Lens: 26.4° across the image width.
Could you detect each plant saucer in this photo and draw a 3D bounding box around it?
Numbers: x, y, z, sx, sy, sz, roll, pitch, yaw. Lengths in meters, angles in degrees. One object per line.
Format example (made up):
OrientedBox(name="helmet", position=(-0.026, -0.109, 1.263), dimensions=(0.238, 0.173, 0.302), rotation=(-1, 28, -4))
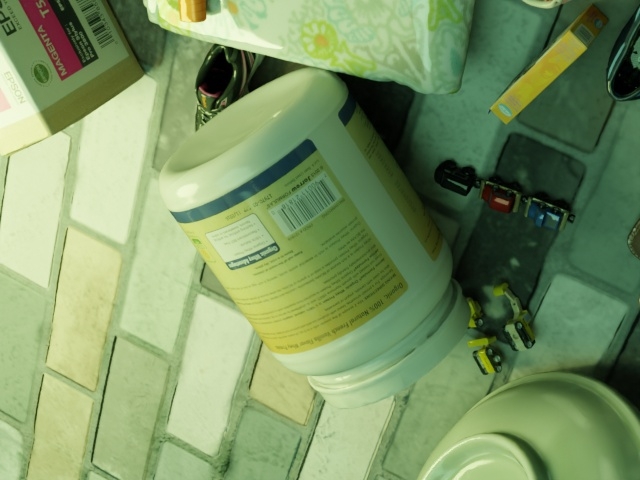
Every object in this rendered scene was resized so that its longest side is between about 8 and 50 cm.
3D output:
OrientedBox(name="plant saucer", position=(0.190, 0.320, 1.456), dimensions=(0.101, 0.400, 0.400), rotation=(23, 136, -31))

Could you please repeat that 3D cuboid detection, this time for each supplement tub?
OrientedBox(name="supplement tub", position=(0.000, 0.000, 1.459), dimensions=(0.228, 0.228, 0.316), rotation=(-21, 112, 36))

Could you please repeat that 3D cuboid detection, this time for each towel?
OrientedBox(name="towel", position=(-0.012, -0.337, 1.362), dimensions=(0.375, 0.090, 0.320), rotation=(17, 121, 22))

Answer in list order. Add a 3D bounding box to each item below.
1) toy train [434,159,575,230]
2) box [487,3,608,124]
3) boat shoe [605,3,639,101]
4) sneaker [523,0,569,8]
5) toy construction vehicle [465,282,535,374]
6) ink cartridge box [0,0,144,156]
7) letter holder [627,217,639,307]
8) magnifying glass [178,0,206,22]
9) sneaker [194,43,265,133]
OrientedBox(name="toy train", position=(0.194, -0.047, 1.457), dimensions=(0.158, 0.036, 0.027), rotation=(21, 125, 16))
OrientedBox(name="box", position=(0.220, -0.168, 1.345), dimensions=(0.028, 0.081, 0.136), rotation=(43, 129, 0))
OrientedBox(name="boat shoe", position=(0.352, -0.218, 1.238), dimensions=(0.109, 0.089, 0.258), rotation=(32, 128, 8))
OrientedBox(name="sneaker", position=(0.248, -0.249, 1.290), dimensions=(0.134, 0.070, 0.051), rotation=(-4, 113, 29))
OrientedBox(name="toy construction vehicle", position=(0.200, 0.098, 1.546), dimensions=(0.086, 0.035, 0.098), rotation=(-20, 104, 47))
OrientedBox(name="ink cartridge box", position=(-0.328, -0.241, 1.530), dimensions=(0.088, 0.193, 0.234), rotation=(-16, 109, 35))
OrientedBox(name="letter holder", position=(0.418, 0.009, 1.278), dimensions=(0.214, 0.152, 0.302), rotation=(41, 135, 5))
OrientedBox(name="magnifying glass", position=(-0.137, -0.333, 1.365), dimensions=(0.092, 0.026, 0.230), rotation=(9, 118, 26))
OrientedBox(name="sneaker", position=(-0.117, -0.165, 1.533), dimensions=(0.072, 0.077, 0.178), rotation=(24, 127, 16))
